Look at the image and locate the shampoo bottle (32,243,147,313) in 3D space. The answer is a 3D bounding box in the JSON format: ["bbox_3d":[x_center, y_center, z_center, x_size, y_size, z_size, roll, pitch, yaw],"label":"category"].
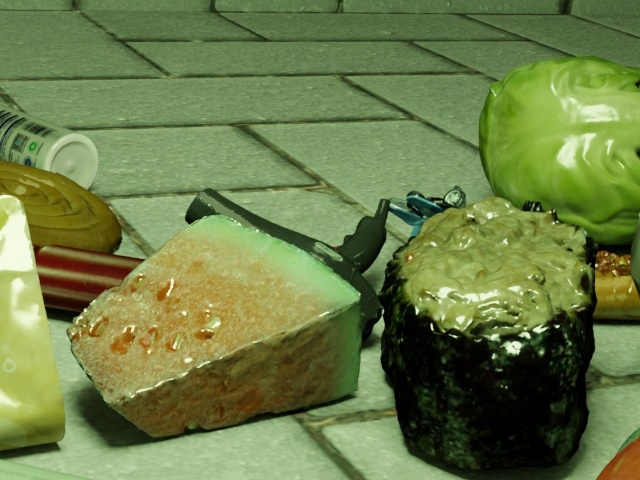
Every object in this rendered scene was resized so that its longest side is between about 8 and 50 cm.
[{"bbox_3d":[-0.221,0.045,1.400,0.260,0.064,0.102,9,14,11],"label":"shampoo bottle"}]

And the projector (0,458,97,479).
[{"bbox_3d":[-0.275,0.188,0.911,0.337,0.108,0.108,10,19,12],"label":"projector"}]

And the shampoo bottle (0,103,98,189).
[{"bbox_3d":[-0.427,-0.134,1.834,0.303,0.092,0.092,20,24,39],"label":"shampoo bottle"}]

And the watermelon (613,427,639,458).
[{"bbox_3d":[0.284,0.189,1.152,0.084,0.072,0.092,-13,-15,-16],"label":"watermelon"}]

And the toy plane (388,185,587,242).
[{"bbox_3d":[0.195,-0.015,1.550,0.246,0.078,0.169,-8,-36,39],"label":"toy plane"}]

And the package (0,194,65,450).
[{"bbox_3d":[-0.394,0.097,1.134,0.311,0.221,0.165,-7,-17,-27],"label":"package"}]

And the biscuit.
[{"bbox_3d":[-0.354,-0.046,1.589,0.262,0.037,0.262,18,15,-5],"label":"biscuit"}]

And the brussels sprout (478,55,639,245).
[{"bbox_3d":[0.356,-0.120,1.774,0.328,0.247,0.328,1,18,0],"label":"brussels sprout"}]

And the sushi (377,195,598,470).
[{"bbox_3d":[0.156,0.073,1.261,0.211,0.171,0.350,6,18,6],"label":"sushi"}]

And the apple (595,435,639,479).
[{"bbox_3d":[0.275,0.213,0.775,0.260,0.260,0.216,5,54,-1],"label":"apple"}]

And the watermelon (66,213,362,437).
[{"bbox_3d":[-0.113,0.096,1.225,0.193,0.140,0.256,26,37,37],"label":"watermelon"}]

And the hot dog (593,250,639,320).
[{"bbox_3d":[0.327,0.047,1.526,0.249,0.076,0.102,1,15,-8],"label":"hot dog"}]

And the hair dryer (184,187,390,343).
[{"bbox_3d":[0.000,0.000,1.482,0.235,0.091,0.271,35,28,14],"label":"hair dryer"}]

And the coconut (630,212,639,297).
[{"bbox_3d":[0.439,0.025,1.307,0.323,0.323,0.323,5,19,-2],"label":"coconut"}]
